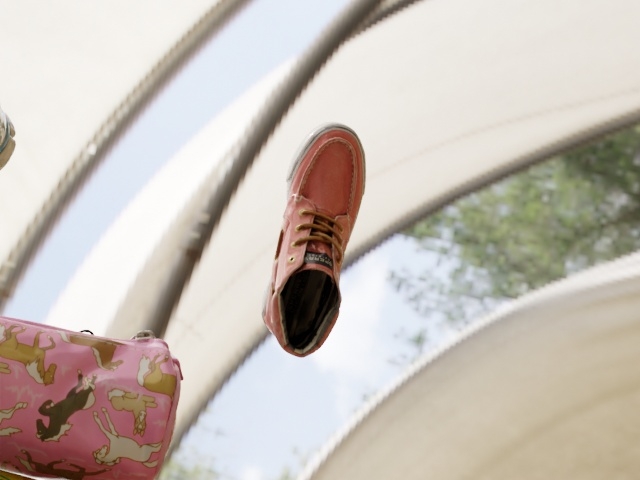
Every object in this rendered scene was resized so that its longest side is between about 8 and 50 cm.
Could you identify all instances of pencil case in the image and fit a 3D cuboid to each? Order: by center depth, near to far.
[{"bbox_3d":[-0.346,0.158,1.635,0.160,0.386,0.167,109,169,-45],"label":"pencil case"}]

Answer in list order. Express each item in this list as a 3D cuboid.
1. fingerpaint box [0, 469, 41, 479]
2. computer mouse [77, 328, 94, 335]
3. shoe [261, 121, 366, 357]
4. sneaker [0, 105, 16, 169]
[{"bbox_3d":[-0.459,0.440,1.556,0.371,0.163,0.445,21,-77,-28],"label":"fingerpaint box"},{"bbox_3d":[-0.275,0.155,1.901,0.193,0.106,0.042,28,-124,-55],"label":"computer mouse"},{"bbox_3d":[0.000,0.000,1.159,0.081,0.063,0.178,-128,53,-73],"label":"shoe"},{"bbox_3d":[-0.248,-0.116,0.847,0.071,0.190,0.083,-55,-1,-24],"label":"sneaker"}]
